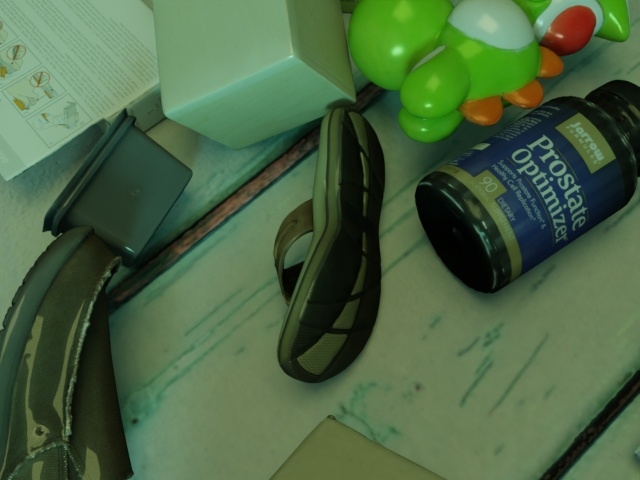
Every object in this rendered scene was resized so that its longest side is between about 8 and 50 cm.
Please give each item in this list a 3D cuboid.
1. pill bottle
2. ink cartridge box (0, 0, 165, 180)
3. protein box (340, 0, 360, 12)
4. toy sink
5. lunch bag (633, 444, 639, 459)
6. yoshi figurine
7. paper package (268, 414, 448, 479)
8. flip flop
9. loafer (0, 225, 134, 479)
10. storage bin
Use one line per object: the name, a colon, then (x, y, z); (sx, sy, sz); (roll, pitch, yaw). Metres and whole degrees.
pill bottle: (0.206, -0.056, 0.756); (0.219, 0.123, 0.123); (-32, 63, -13)
ink cartridge box: (-0.300, -0.200, 0.915); (0.239, 0.060, 0.275); (-38, 65, -15)
protein box: (-0.010, -0.376, 0.907); (0.200, 0.201, 0.136); (8, 62, 9)
toy sink: (-0.069, -0.234, 0.829); (0.153, 0.131, 0.234); (-18, 70, 26)
lunch bag: (0.307, 0.167, 0.665); (0.083, 0.053, 0.071); (-41, 64, -7)
yoshi figurine: (0.164, -0.250, 0.826); (0.362, 0.203, 0.203); (-45, 30, -25)
paper package: (0.032, 0.307, 0.459); (0.310, 0.168, 0.325); (18, 48, 39)
flip flop: (0.000, 0.000, 0.762); (0.080, 0.112, 0.277); (-10, 60, 29)
loafer: (-0.217, 0.168, 0.680); (0.130, 0.134, 0.365); (16, 71, -13)
storage bin: (-0.194, -0.041, 0.807); (0.091, 0.098, 0.135); (35, 65, -9)
